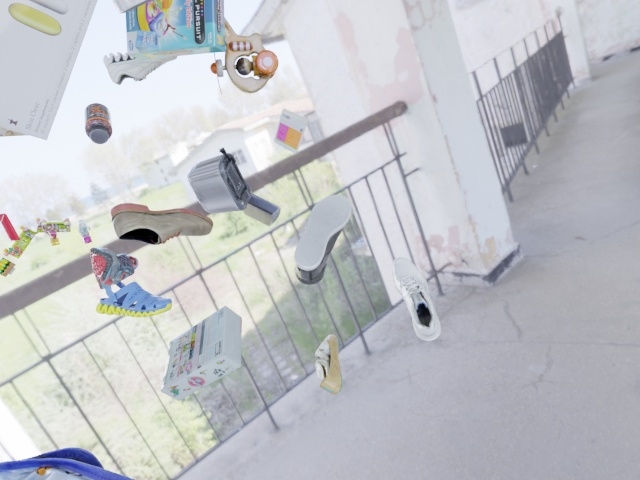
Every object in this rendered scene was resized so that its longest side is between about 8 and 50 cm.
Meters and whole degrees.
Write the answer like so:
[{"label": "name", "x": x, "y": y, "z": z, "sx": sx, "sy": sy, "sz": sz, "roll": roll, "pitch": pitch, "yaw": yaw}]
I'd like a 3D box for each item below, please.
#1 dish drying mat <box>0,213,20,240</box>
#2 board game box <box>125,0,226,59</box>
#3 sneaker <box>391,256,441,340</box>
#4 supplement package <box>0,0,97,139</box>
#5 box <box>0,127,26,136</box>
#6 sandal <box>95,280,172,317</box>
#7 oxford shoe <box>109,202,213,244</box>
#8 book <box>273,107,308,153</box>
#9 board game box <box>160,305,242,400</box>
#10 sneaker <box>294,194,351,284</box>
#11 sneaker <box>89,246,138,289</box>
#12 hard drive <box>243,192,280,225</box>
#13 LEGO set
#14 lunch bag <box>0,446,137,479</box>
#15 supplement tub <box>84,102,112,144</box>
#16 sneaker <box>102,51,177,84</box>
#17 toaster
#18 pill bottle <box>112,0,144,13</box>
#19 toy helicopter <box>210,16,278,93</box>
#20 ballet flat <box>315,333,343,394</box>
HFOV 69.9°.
[{"label": "dish drying mat", "x": -0.881, "y": -0.037, "z": 1.294, "sx": 0.032, "sy": 0.083, "sz": 0.008, "roll": -6, "pitch": 26, "yaw": 12}, {"label": "board game box", "x": -0.486, "y": -0.754, "z": 1.526, "sx": 0.335, "sy": 0.254, "sz": 0.079, "roll": 2, "pitch": 7, "yaw": 17}, {"label": "sneaker", "x": 0.320, "y": 0.179, "z": 1.517, "sx": 0.111, "sy": 0.297, "sz": 0.129, "roll": -24, "pitch": -25, "yaw": 3}, {"label": "supplement package", "x": -0.492, "y": -0.335, "z": 0.735, "sx": 0.145, "sy": 0.262, "sz": 0.204, "roll": 13, "pitch": 23, "yaw": -46}, {"label": "box", "x": -0.828, "y": -0.303, "z": 1.193, "sx": 0.063, "sy": 0.067, "sz": 0.324, "roll": -3, "pitch": 13, "yaw": -10}, {"label": "sandal", "x": -0.728, "y": 0.224, "z": 1.781, "sx": 0.317, "sy": 0.138, "sz": 0.126, "roll": 3, "pitch": -1, "yaw": 9}, {"label": "oxford shoe", "x": -0.525, "y": -0.032, "z": 1.553, "sx": 0.348, "sy": 0.130, "sz": 0.123, "roll": 3, "pitch": -38, "yaw": -35}, {"label": "book", "x": -0.107, "y": -0.385, "z": 1.617, "sx": 0.144, "sy": 0.096, "sz": 0.035, "roll": 118, "pitch": 176, "yaw": -52}, {"label": "board game box", "x": -0.429, "y": 0.411, "z": 1.671, "sx": 0.303, "sy": 0.097, "sz": 0.224, "roll": -32, "pitch": 36, "yaw": 18}, {"label": "sneaker", "x": -0.001, "y": 0.000, "z": 1.324, "sx": 0.104, "sy": 0.147, "sz": 0.296, "roll": 24, "pitch": 55, "yaw": 8}, {"label": "sneaker", "x": -0.612, "y": 0.066, "z": 1.371, "sx": 0.125, "sy": 0.104, "sz": 0.262, "roll": -21, "pitch": -4, "yaw": -29}, {"label": "hard drive", "x": -0.272, "y": -0.135, "z": 2.076, "sx": 0.054, "sy": 0.172, "sz": 0.254, "roll": -65, "pitch": 6, "yaw": -14}, {"label": "LEGO set", "x": -0.853, "y": -0.001, "z": 1.390, "sx": 0.287, "sy": 0.132, "sz": 0.107, "roll": -29, "pitch": 14, "yaw": -31}, {"label": "lunch bag", "x": -0.363, "y": 0.507, "z": 0.674, "sx": 0.385, "sy": 0.328, "sz": 0.239, "roll": -5, "pitch": 19, "yaw": 31}, {"label": "supplement tub", "x": -0.914, "y": -0.477, "z": 1.887, "sx": 0.106, "sy": 0.106, "sz": 0.198, "roll": -24, "pitch": 49, "yaw": -5}, {"label": "sneaker", "x": -0.717, "y": -0.710, "z": 1.858, "sx": 0.292, "sy": 0.118, "sz": 0.110, "roll": -16, "pitch": 0, "yaw": -7}, {"label": "toaster", "x": -0.342, "y": -0.192, "z": 1.537, "sx": 0.146, "sy": 0.227, "sz": 0.129, "roll": -11, "pitch": 37, "yaw": 17}, {"label": "pill bottle", "x": -0.580, "y": -0.794, "z": 1.265, "sx": 0.162, "sy": 0.279, "sz": 0.162, "roll": -20, "pitch": 30, "yaw": 12}, {"label": "toy helicopter", "x": -0.325, "y": -0.691, "z": 1.639, "sx": 0.235, "sy": 0.355, "sz": 0.140, "roll": -35, "pitch": 15, "yaw": -3}, {"label": "ballet flat", "x": 0.020, "y": 0.361, "z": 1.395, "sx": 0.080, "sy": 0.073, "sz": 0.232, "roll": -61, "pitch": 19, "yaw": 23}]
